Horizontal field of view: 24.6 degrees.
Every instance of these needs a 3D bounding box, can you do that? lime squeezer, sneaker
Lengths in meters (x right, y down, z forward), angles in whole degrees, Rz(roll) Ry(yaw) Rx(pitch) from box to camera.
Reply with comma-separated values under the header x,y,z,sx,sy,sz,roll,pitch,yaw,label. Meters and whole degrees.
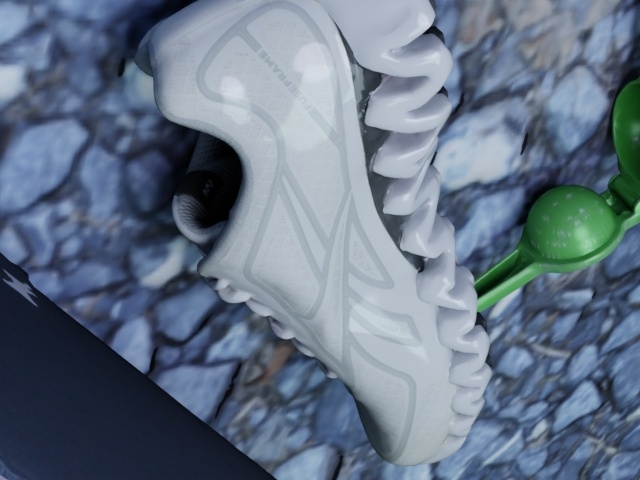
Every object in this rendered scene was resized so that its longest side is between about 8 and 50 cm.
x,y,z,sx,sy,sz,roll,pitch,yaw,label
0.135,-0.032,0.769,0.110,0.059,0.310,13,116,-48,lime squeezer
0.000,0.000,0.647,0.118,0.110,0.292,-25,131,-12,sneaker

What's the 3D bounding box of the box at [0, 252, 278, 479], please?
x,y,z,sx,sy,sz,roll,pitch,yaw,label
-0.153,0.249,0.543,0.293,0.212,0.395,41,94,-18,box
